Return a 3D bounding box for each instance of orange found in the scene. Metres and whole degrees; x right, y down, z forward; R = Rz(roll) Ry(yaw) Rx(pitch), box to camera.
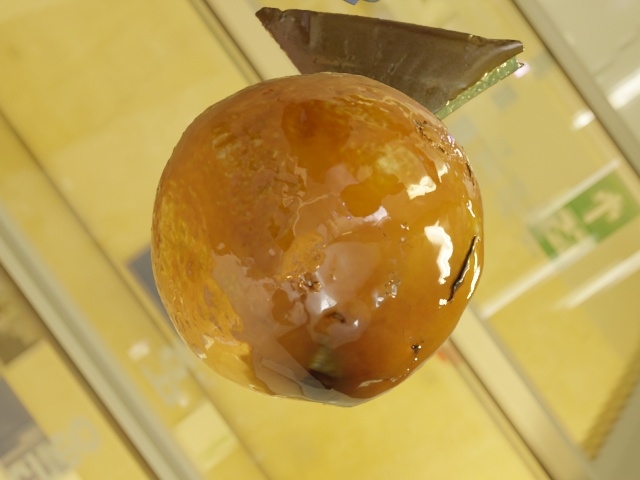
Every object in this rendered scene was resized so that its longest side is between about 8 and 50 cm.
[{"bbox_3d":[0.000,0.000,1.373,0.246,0.246,0.246,-36,-178,1],"label":"orange"}]

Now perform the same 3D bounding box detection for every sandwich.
[{"bbox_3d":[0.063,-0.161,1.827,0.094,0.258,0.096,1,99,-85],"label":"sandwich"}]

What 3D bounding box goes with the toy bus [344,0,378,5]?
[{"bbox_3d":[0.005,-0.268,1.245,0.125,0.133,0.292,-59,-165,24],"label":"toy bus"}]
